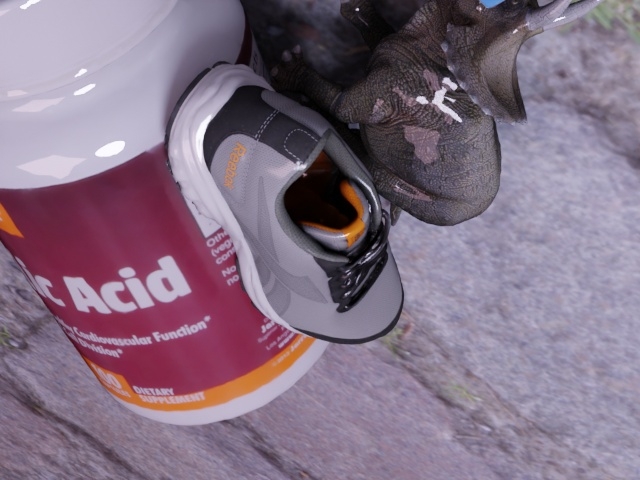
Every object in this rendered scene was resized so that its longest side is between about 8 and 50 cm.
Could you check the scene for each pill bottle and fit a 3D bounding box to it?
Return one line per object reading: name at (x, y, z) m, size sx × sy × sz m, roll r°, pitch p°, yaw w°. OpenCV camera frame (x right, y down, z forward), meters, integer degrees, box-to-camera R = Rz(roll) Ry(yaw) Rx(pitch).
pill bottle at (-0.134, -0.063, 0.841) m, size 0.224 × 0.224 × 0.392 m, roll 10°, pitch 143°, yaw 29°

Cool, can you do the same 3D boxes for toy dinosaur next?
toy dinosaur at (0.062, -0.068, 0.776) m, size 0.160 × 0.121 × 0.313 m, roll 34°, pitch 146°, yaw 20°

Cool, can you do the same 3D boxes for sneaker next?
sneaker at (0.000, 0.000, 0.765) m, size 0.108 × 0.100 × 0.271 m, roll 26°, pitch 163°, yaw 35°

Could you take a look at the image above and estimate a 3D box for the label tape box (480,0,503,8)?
label tape box at (0.061, -0.285, 0.485) m, size 0.334 × 0.106 × 0.241 m, roll 43°, pitch 147°, yaw -21°
